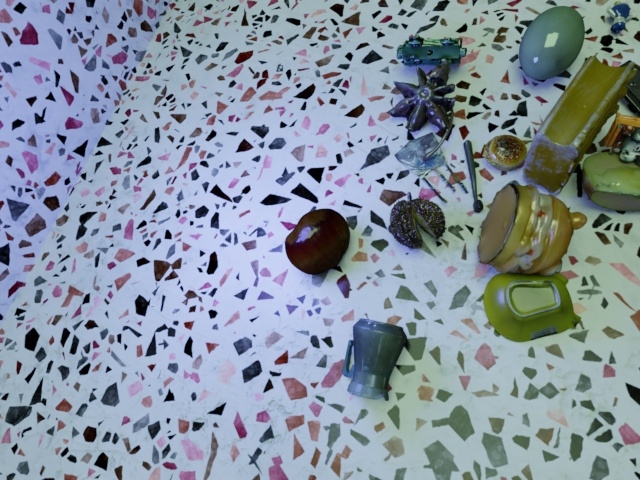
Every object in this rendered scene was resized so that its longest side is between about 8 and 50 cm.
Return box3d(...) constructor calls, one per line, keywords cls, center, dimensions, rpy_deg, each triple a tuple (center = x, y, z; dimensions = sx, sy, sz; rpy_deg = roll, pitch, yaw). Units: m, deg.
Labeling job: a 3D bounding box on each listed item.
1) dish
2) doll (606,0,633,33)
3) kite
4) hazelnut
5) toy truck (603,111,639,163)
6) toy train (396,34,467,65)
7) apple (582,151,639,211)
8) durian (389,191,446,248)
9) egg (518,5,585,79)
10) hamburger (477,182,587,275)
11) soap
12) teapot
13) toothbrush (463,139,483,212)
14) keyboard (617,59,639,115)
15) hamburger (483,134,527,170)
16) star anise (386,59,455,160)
box3d(cls="dish", center=(0.634, 0.182, 1.240), dimensions=(0.262, 0.108, 0.221), rpy_deg=(-8, 68, 13))
box3d(cls="doll", center=(1.113, -0.830, 1.541), dimensions=(0.098, 0.058, 0.143), rpy_deg=(15, 74, -1))
box3d(cls="kite", center=(0.407, -0.263, 1.537), dimensions=(0.169, 0.015, 0.310), rpy_deg=(-26, 62, 4))
box3d(cls="hazelnut", center=(0.000, 0.000, 1.450), dimensions=(0.217, 0.217, 0.251), rpy_deg=(26, 54, 23))
box3d(cls="toy truck", center=(1.028, -0.297, 1.257), dimensions=(0.270, 0.114, 0.135), rpy_deg=(18, 53, 19))
box3d(cls="toy train", center=(0.441, -0.752, 1.636), dimensions=(0.269, 0.115, 0.154), rpy_deg=(6, 26, 19))
box3d(cls="apple", center=(0.948, -0.185, 1.296), dimensions=(0.264, 0.120, 0.193), rpy_deg=(7, 57, 8))
box3d(cls="durian", center=(0.323, -0.072, 1.393), dimensions=(0.195, 0.167, 0.196), rpy_deg=(0, 93, -11))
box3d(cls="egg", center=(0.831, -0.710, 1.490), dimensions=(0.202, 0.203, 0.283), rpy_deg=(25, 74, 23))
box3d(cls="hamburger", center=(0.630, -0.021, 1.247), dimensions=(0.236, 0.276, 0.277), rpy_deg=(15, 73, 1))
box3d(cls="soap", center=(0.802, -0.353, 1.307), dimensions=(0.156, 0.293, 0.335), rpy_deg=(33, 82, 24))
box3d(cls="teapot", center=(0.156, 0.364, 1.285), dimensions=(0.203, 0.170, 0.225), rpy_deg=(0, 72, 50))
box3d(cls="toothbrush", center=(0.545, -0.236, 1.479), dimensions=(0.030, 0.031, 0.298), rpy_deg=(4, 66, -10))
box3d(cls="keyboard", center=(1.097, -0.469, 1.392), dimensions=(0.100, 0.018, 0.310), rpy_deg=(-31, 73, 7))
box3d(cls="hamburger", center=(0.646, -0.310, 1.449), dimensions=(0.141, 0.081, 0.127), rpy_deg=(24, 77, 22))
box3d(cls="star anise", center=(0.399, -0.515, 1.590), dimensions=(0.315, 0.139, 0.360), rpy_deg=(39, 98, 33))
